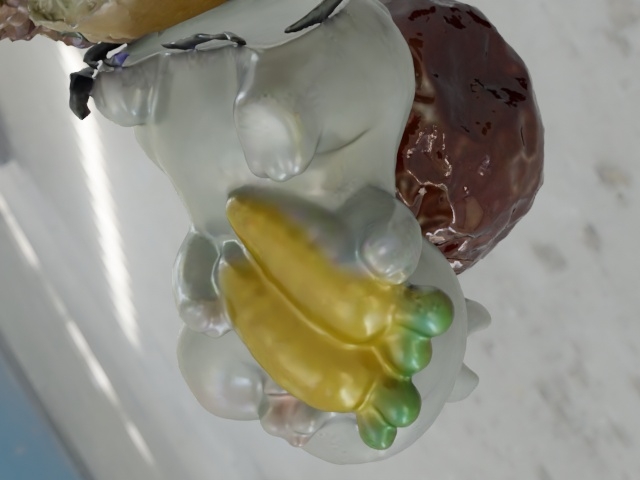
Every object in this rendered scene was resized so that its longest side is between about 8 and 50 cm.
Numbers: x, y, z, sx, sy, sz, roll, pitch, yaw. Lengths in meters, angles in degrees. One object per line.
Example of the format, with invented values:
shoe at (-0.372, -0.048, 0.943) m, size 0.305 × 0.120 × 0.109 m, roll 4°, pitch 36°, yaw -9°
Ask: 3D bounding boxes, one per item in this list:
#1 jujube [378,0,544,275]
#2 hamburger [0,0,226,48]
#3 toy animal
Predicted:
jujube at (0.034, -0.062, 1.321) m, size 0.232 × 0.213 × 0.213 m, roll -30°, pitch 90°, yaw 47°
hamburger at (-0.048, -0.221, 0.945) m, size 0.155 × 0.245 × 0.282 m, roll 38°, pitch 116°, yaw 37°
toy animal at (-0.004, 0.004, 1.091) m, size 0.247 × 0.182 × 0.310 m, roll -74°, pitch -35°, yaw -62°
